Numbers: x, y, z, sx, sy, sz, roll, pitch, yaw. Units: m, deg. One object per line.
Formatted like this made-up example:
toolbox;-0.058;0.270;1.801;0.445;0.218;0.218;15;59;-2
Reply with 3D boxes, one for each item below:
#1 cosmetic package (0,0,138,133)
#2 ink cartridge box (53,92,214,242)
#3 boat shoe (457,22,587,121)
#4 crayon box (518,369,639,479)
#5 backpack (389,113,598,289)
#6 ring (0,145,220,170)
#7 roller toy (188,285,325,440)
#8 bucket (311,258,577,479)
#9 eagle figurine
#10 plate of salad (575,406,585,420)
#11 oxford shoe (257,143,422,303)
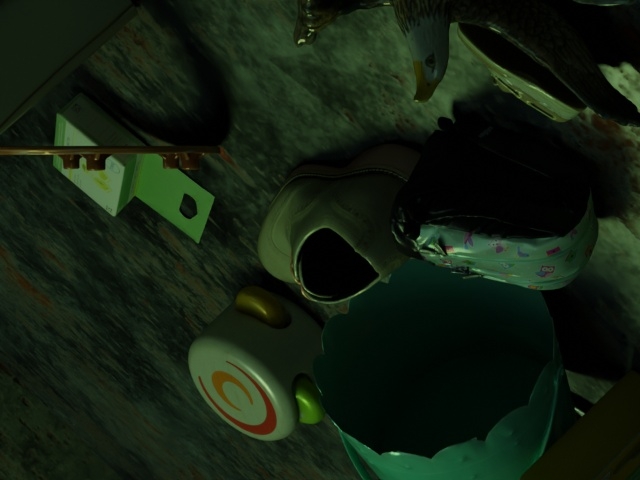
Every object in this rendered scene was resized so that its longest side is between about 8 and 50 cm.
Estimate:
cosmetic package;-0.374;-0.206;1.609;0.160;0.309;0.113;6;136;53
ink cartridge box;-0.264;-0.084;1.976;0.235;0.056;0.171;40;155;5
boat shoe;0.172;-0.149;1.247;0.135;0.050;0.045;38;150;4
crayon box;0.305;0.286;1.564;0.083;0.203;0.323;34;145;31
backpack;0.175;-0.029;1.359;0.182;0.152;0.115;13;151;24
ring;-0.289;-0.100;1.724;0.337;0.337;0.032;4;96;52
roller toy;-0.080;0.172;2.032;0.209;0.146;0.191;50;146;-7
bucket;0.147;0.172;1.581;0.281;0.281;0.183;18;151;39
eagle figurine;0.119;-0.204;1.123;0.298;0.225;0.226;2;-170;10
plate of salad;0.300;0.257;1.754;0.200;0.048;0.200;31;154;17
oxford shoe;0.000;0.000;1.624;0.140;0.146;0.397;43;156;-8
